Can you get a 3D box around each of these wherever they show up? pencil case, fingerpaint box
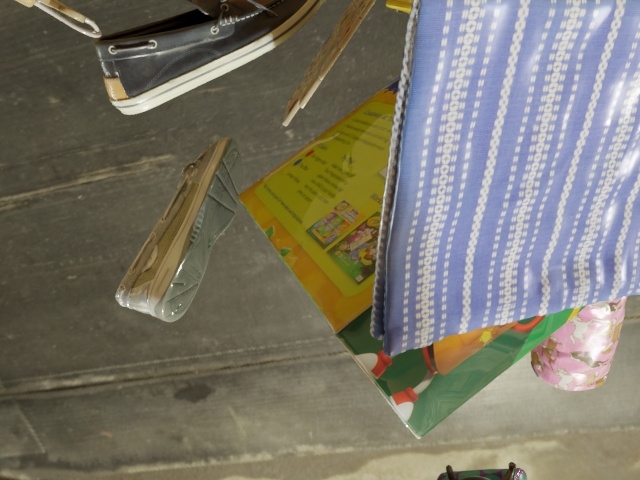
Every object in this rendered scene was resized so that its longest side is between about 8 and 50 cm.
[{"bbox_3d":[0.499,0.127,1.156,0.167,0.160,0.386,5,134,19],"label":"pencil case"},{"bbox_3d":[0.279,0.431,1.026,0.152,0.064,0.070,-15,119,29],"label":"pencil case"},{"bbox_3d":[0.130,-0.048,0.710,0.371,0.445,0.163,-38,116,-4],"label":"fingerpaint box"}]

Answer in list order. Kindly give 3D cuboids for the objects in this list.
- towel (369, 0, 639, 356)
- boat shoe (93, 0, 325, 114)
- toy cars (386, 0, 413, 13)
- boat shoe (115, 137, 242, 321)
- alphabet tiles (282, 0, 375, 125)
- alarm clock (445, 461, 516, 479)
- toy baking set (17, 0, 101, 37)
[{"bbox_3d":[0.199,-0.047,0.418,0.336,0.040,0.243,-8,120,-22],"label":"towel"},{"bbox_3d":[-0.204,-0.424,1.154,0.500,0.187,0.156,-30,122,-10],"label":"boat shoe"},{"bbox_3d":[0.336,-0.477,1.244,0.394,0.176,0.087,15,110,-1],"label":"toy cars"},{"bbox_3d":[-0.216,-0.031,0.946,0.103,0.320,0.118,14,161,16],"label":"boat shoe"},{"bbox_3d":[0.031,-0.368,1.072,0.011,0.285,0.342,31,113,-14],"label":"alphabet tiles"},{"bbox_3d":[0.153,0.323,0.594,0.129,0.064,0.191,-10,98,-28],"label":"alarm clock"},{"bbox_3d":[-0.383,-0.314,0.751,0.197,0.256,0.030,27,98,-14],"label":"toy baking set"}]
